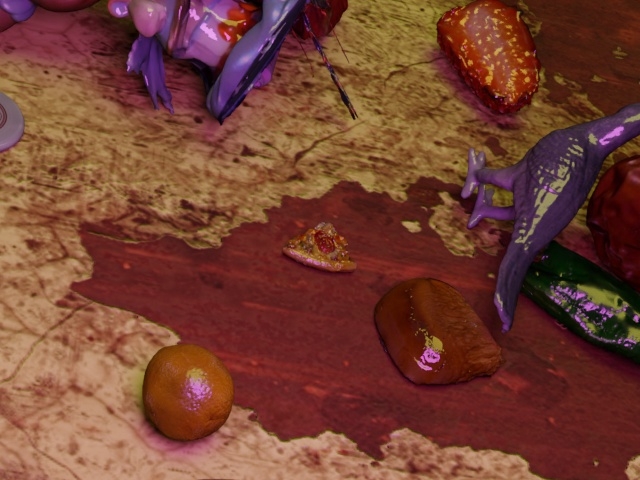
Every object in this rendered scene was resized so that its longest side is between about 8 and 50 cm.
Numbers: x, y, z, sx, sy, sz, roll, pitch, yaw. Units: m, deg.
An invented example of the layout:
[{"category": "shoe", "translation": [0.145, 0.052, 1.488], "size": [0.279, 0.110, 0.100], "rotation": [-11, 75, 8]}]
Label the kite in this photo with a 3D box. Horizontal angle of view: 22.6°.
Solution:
[{"category": "kite", "translation": [-0.015, -0.252, 1.906], "size": [0.006, 0.198, 0.244], "rotation": [-27, 97, -16]}]

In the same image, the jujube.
[{"category": "jujube", "translation": [0.425, 0.002, 1.817], "size": [0.250, 0.174, 0.174], "rotation": [36, 42, 25]}]

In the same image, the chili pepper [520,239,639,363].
[{"category": "chili pepper", "translation": [0.311, 0.073, 1.774], "size": [0.224, 0.061, 0.098], "rotation": [35, 49, 13]}]

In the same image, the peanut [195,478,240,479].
[{"category": "peanut", "translation": [-0.070, 0.300, 1.317], "size": [0.197, 0.110, 0.233], "rotation": [-30, 61, -37]}]

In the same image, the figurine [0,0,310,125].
[{"category": "figurine", "translation": [-0.226, -0.303, 1.836], "size": [0.388, 0.248, 0.276], "rotation": [33, 45, -2]}]

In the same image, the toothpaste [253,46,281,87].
[{"category": "toothpaste", "translation": [-0.065, -0.236, 1.975], "size": [0.045, 0.028, 0.170], "rotation": [16, 37, -4]}]

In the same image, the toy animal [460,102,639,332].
[{"category": "toy animal", "translation": [0.238, -0.054, 1.801], "size": [0.206, 0.081, 0.367], "rotation": [11, 52, 49]}]

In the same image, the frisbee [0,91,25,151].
[{"category": "frisbee", "translation": [-0.375, -0.134, 1.737], "size": [0.110, 0.014, 0.110], "rotation": [13, 41, -11]}]

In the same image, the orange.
[{"category": "orange", "translation": [-0.125, 0.140, 1.493], "size": [0.085, 0.085, 0.095], "rotation": [-11, 43, -33]}]

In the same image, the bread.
[{"category": "bread", "translation": [0.125, 0.092, 1.686], "size": [0.126, 0.044, 0.129], "rotation": [-4, 43, -29]}]

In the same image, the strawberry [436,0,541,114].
[{"category": "strawberry", "translation": [0.217, -0.227, 2.060], "size": [0.121, 0.082, 0.188], "rotation": [-10, 56, -6]}]

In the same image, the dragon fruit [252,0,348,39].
[{"category": "dragon fruit", "translation": [-0.042, -0.416, 2.078], "size": [0.317, 0.152, 0.205], "rotation": [38, 39, 26]}]

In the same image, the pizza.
[{"category": "pizza", "translation": [0.000, 0.000, 1.744], "size": [0.083, 0.025, 0.078], "rotation": [12, 43, -10]}]
